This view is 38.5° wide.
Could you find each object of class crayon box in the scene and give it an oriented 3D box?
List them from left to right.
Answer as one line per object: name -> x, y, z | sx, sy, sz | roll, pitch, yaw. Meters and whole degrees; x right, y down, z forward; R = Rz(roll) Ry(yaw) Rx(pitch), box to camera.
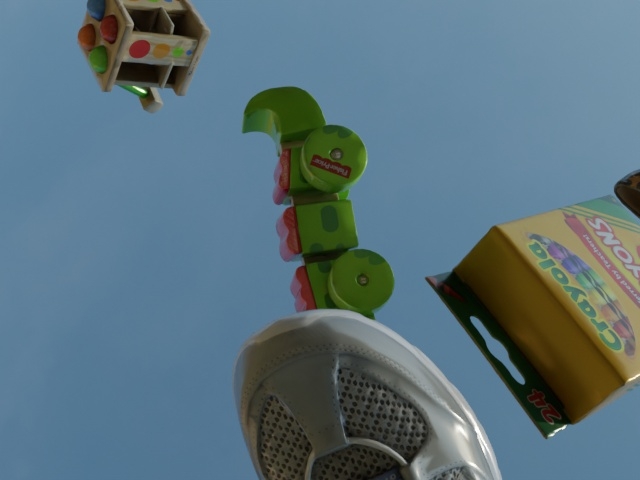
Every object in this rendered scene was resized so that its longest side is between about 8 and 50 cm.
crayon box -> 0.279, 0.066, 0.968 | 0.202, 0.318, 0.081 | 54, -50, 20

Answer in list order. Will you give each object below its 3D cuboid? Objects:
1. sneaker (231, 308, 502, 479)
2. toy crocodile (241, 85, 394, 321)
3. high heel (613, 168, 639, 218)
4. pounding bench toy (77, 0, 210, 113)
sneaker -> 0.049, 0.158, 0.399 | 0.105, 0.115, 0.281 | -28, -84, 7
toy crocodile -> 0.000, 0.000, 0.930 | 0.105, 0.115, 0.340 | -9, -104, -13
high heel -> 0.372, 0.036, 0.836 | 0.186, 0.093, 0.261 | 8, -132, -7
pounding bench toy -> -0.122, -0.117, 0.585 | 0.052, 0.065, 0.083 | 57, -46, 31
